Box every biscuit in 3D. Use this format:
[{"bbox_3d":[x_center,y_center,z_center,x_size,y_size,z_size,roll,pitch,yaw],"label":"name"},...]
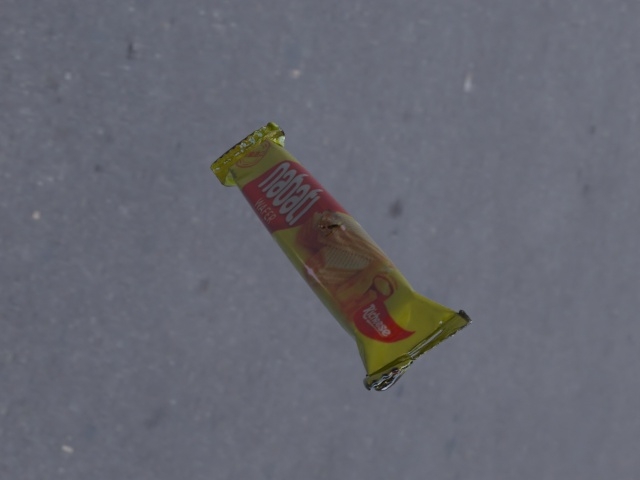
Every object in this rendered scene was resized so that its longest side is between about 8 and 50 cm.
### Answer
[{"bbox_3d":[0.000,0.000,0.701,0.048,0.292,0.026,-40,115,0],"label":"biscuit"}]
